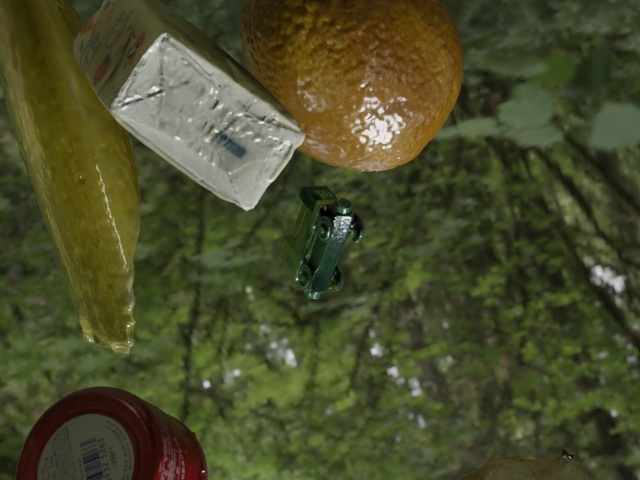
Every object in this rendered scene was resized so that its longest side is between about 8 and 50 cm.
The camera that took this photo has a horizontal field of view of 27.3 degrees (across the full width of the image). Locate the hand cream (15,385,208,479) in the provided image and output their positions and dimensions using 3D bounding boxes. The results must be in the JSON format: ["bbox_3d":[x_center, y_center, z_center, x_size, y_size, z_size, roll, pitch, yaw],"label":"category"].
[{"bbox_3d":[-0.274,0.312,1.730,0.230,0.230,0.149,-19,152,13],"label":"hand cream"}]

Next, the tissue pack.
[{"bbox_3d":[-0.111,-0.121,1.058,0.092,0.148,0.196,-52,-152,5],"label":"tissue pack"}]

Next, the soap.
[{"bbox_3d":[-0.261,-0.095,1.409,0.115,0.427,0.306,-18,-171,-9],"label":"soap"}]

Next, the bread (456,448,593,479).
[{"bbox_3d":[0.213,0.313,1.333,0.211,0.183,0.224,-57,-169,-4],"label":"bread"}]

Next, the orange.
[{"bbox_3d":[0.042,-0.279,1.916,0.322,0.357,0.322,-18,-135,19],"label":"orange"}]

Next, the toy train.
[{"bbox_3d":[0.000,0.000,1.365,0.050,0.122,0.081,-3,-143,-33],"label":"toy train"}]
